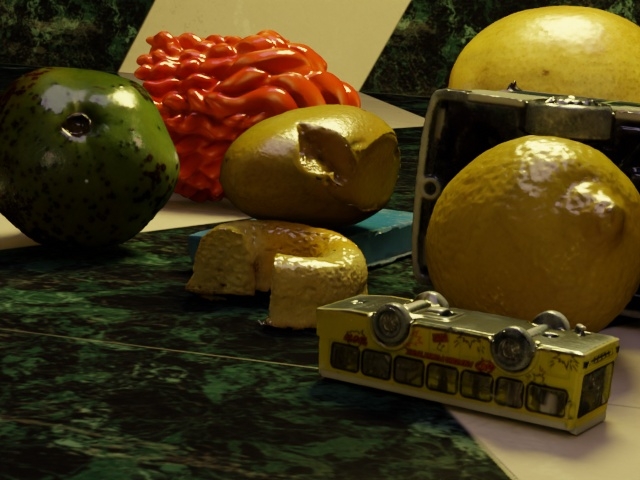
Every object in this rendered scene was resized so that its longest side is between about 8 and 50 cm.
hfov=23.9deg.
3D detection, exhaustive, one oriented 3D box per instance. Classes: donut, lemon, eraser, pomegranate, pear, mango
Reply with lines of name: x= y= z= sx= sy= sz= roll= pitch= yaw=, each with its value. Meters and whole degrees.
donut: x=-0.029 y=0.028 z=1.409 sx=0.146 sy=0.078 sz=0.181 roll=-8 pitch=16 yaw=-36
lemon: x=0.184 y=0.003 z=1.306 sx=0.187 sy=0.186 sz=0.244 roll=-1 pitch=-8 yaw=-21
eraser: x=0.000 y=0.000 z=1.653 sx=0.144 sy=0.042 sz=0.312 roll=8 pitch=11 yaw=28
pomegranate: x=-0.270 y=-0.077 z=1.657 sx=0.214 sy=0.214 sz=0.248 roll=0 pitch=-22 yaw=-17
pear: x=0.314 y=-0.155 z=1.919 sx=0.314 sy=0.314 sz=0.314 roll=3 pitch=10 yaw=-1
mango: x=-0.014 y=-0.073 z=1.543 sx=0.167 sy=0.130 sz=0.262 roll=-3 pitch=3 yaw=16

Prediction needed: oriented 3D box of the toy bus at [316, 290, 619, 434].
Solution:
toy bus: x=0.106 y=0.085 z=1.139 sx=0.226 sy=0.074 sz=0.081 roll=9 pitch=11 yaw=30

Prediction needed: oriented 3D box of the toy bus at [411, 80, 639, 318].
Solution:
toy bus: x=0.332 y=-0.034 z=1.482 sx=0.440 sy=0.209 sz=0.249 roll=8 pitch=10 yaw=22

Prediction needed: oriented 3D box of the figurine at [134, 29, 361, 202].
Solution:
figurine: x=-0.143 y=-0.152 z=2.052 sx=0.306 sy=0.241 sz=0.412 roll=24 pitch=-16 yaw=-21
